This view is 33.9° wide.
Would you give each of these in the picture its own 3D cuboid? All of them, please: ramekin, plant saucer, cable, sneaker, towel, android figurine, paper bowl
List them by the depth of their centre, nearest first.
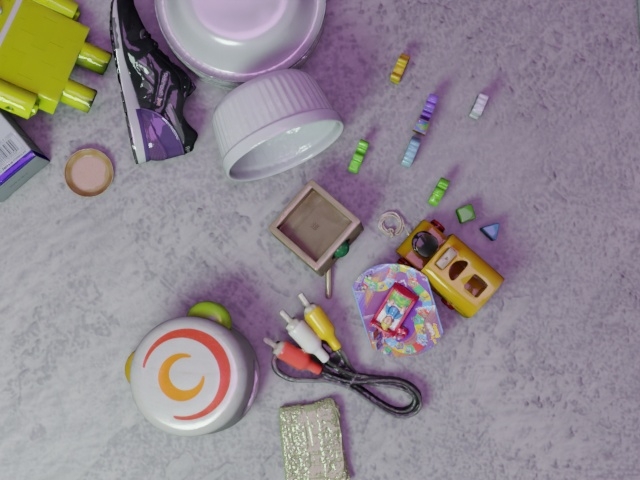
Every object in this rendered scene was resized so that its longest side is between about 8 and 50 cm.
[{"bbox_3d":[-0.076,-0.190,1.696,0.207,0.207,0.109,-23,79,-2],"label":"ramekin"},{"bbox_3d":[-0.485,-0.315,1.710,0.273,0.056,0.248,26,58,-16],"label":"android figurine"},{"bbox_3d":[-0.131,-0.397,1.730,0.284,0.148,0.284,0,88,-1],"label":"paper bowl"},{"bbox_3d":[0.031,0.222,1.737,0.287,0.072,0.139,39,92,1],"label":"cable"},{"bbox_3d":[-0.276,-0.276,1.752,0.124,0.107,0.283,-11,96,-8],"label":"sneaker"},{"bbox_3d":[-0.013,0.342,1.753,0.110,0.027,0.148,-9,88,-1],"label":"towel"},{"bbox_3d":[-0.391,-0.113,1.774,0.084,0.015,0.083,0,87,-2],"label":"plant saucer"}]

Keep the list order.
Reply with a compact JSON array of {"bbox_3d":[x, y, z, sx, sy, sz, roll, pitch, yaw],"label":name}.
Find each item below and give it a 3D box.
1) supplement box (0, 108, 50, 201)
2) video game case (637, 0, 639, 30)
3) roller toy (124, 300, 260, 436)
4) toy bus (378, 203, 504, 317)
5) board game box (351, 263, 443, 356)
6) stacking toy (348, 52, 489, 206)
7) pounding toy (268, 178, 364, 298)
[{"bbox_3d":[-0.568,-0.182,1.727,0.111,0.114,0.220,-40,90,-2],"label":"supplement box"},{"bbox_3d":[0.705,-0.283,1.794,0.300,0.036,0.328,-4,87,-1],"label":"video game case"},{"bbox_3d":[-0.201,0.221,1.696,0.209,0.146,0.191,-33,79,3],"label":"roller toy"},{"bbox_3d":[0.206,0.036,1.734,0.202,0.104,0.190,-5,87,-2],"label":"toy bus"},{"bbox_3d":[0.123,0.122,1.723,0.133,0.033,0.168,-11,106,23],"label":"board game box"},{"bbox_3d":[0.166,-0.185,1.775,0.167,0.052,0.221,24,89,2],"label":"stacking toy"},{"bbox_3d":[0.000,0.000,1.747,0.141,0.100,0.130,41,86,12],"label":"pounding toy"}]
